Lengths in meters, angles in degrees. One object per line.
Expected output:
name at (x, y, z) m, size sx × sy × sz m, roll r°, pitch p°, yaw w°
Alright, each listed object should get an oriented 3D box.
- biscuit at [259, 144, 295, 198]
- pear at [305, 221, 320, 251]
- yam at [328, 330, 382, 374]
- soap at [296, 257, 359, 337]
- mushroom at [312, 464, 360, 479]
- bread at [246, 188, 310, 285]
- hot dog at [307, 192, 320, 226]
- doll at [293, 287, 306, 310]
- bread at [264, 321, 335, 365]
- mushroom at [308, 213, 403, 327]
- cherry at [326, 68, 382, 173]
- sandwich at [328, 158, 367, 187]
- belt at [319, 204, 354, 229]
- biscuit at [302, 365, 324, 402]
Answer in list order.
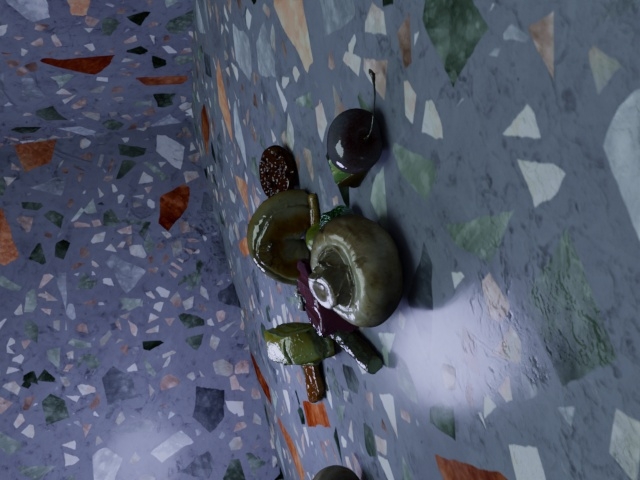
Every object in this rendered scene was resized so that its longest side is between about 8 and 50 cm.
biscuit at (-0.135, -0.207, 1.817) m, size 0.192 × 0.049 × 0.192 m, roll 14°, pitch 107°, yaw 55°
pear at (0.000, 0.000, 1.524) m, size 0.097 × 0.092 × 0.092 m, roll 106°, pitch 148°, yaw -55°
yam at (0.079, 0.266, 1.487) m, size 0.274 × 0.061 × 0.061 m, roll -148°, pitch 48°, yaw -64°
soap at (0.007, 0.132, 1.504) m, size 0.289 × 0.112 × 0.182 m, roll -164°, pitch 69°, yaw -77°
mushroom at (0.057, 0.756, 1.655) m, size 0.209 × 0.206 × 0.207 m, roll 116°, pitch 139°, yaw -63°
bread at (-0.130, -0.006, 1.746) m, size 0.171 × 0.191 × 0.314 m, roll -118°, pitch 22°, yaw -57°
hot dog at (-0.017, -0.066, 1.632) m, size 0.044 × 0.028 × 0.137 m, roll 32°, pitch 130°, yaw 58°
doll at (-0.038, 0.176, 1.792) m, size 0.219 × 0.067 × 0.091 m, roll 160°, pitch 94°, yaw -74°
bread at (-0.058, 0.318, 1.755) m, size 0.257 × 0.185 × 0.124 m, roll -10°, pitch 88°, yaw 65°
mushroom at (0.065, 0.066, 1.200) m, size 0.255 × 0.184 × 0.255 m, roll 42°, pitch 151°, yaw 30°
cherry at (0.068, -0.227, 1.150) m, size 0.148 × 0.115 × 0.188 m, roll -3°, pitch -89°, yaw -74°
sandwich at (0.087, -0.174, 1.265) m, size 0.116 × 0.074 × 0.074 m, roll -30°, pitch 68°, yaw 38°
belt at (0.058, -0.015, 1.357) m, size 0.121 × 0.079 × 0.152 m, roll 36°, pitch 147°, yaw 51°
biscuit at (-0.025, 0.479, 1.991) m, size 0.183 × 0.043 × 0.280 m, roll -114°, pitch 16°, yaw -45°
